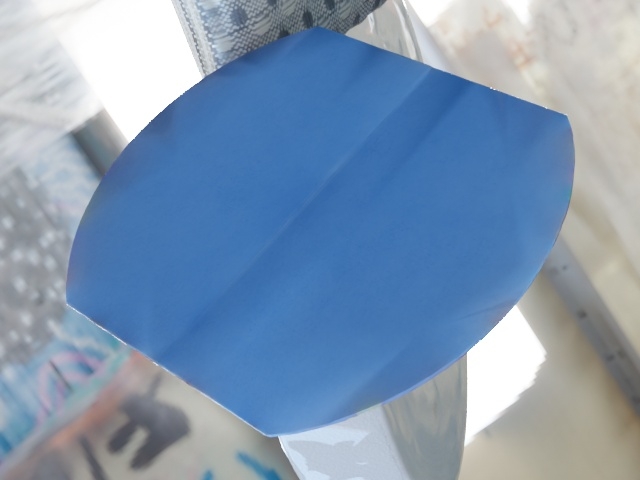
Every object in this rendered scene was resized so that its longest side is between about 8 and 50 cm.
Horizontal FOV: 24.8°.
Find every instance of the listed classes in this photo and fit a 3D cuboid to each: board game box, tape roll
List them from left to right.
[{"bbox_3d":[0.000,0.000,0.464,0.169,0.033,0.133,26,-113,41],"label":"board game box"},{"bbox_3d":[0.028,-0.007,0.992,0.072,0.392,0.392,-8,-162,15],"label":"tape roll"}]

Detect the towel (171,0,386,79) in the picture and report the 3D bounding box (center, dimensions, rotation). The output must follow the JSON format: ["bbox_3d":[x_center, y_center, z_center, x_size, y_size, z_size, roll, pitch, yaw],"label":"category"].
[{"bbox_3d":[0.000,-0.257,0.616,0.056,0.312,0.324,1,-150,37],"label":"towel"}]
